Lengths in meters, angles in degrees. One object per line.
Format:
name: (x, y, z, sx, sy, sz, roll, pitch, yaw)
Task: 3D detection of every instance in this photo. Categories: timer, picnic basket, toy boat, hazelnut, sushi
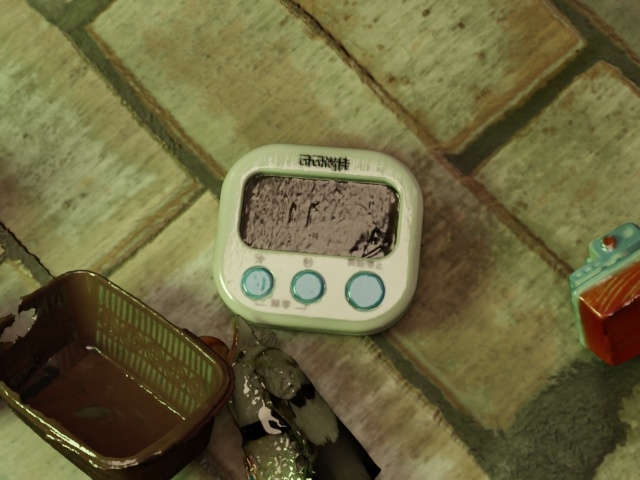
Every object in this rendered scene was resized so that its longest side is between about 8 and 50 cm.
timer: (0.000, 0.000, 1.906, 0.262, 0.087, 0.237, 5, 74, 4)
picnic basket: (-0.257, 0.186, 1.793, 0.297, 0.129, 0.222, 32, 52, 28)
toy boat: (0.454, 0.015, 1.856, 0.332, 0.145, 0.133, -27, 46, -6)
hazelnut: (-0.149, 0.163, 1.875, 0.086, 0.086, 0.086, -1, 73, 3)
sushi: (-0.060, 0.228, 1.832, 0.109, 0.134, 0.273, -40, 84, 24)

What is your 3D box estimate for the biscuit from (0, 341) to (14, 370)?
biscuit: (-0.547, 0.072, 1.904, 0.268, 0.115, 0.366, -23, 72, -3)
